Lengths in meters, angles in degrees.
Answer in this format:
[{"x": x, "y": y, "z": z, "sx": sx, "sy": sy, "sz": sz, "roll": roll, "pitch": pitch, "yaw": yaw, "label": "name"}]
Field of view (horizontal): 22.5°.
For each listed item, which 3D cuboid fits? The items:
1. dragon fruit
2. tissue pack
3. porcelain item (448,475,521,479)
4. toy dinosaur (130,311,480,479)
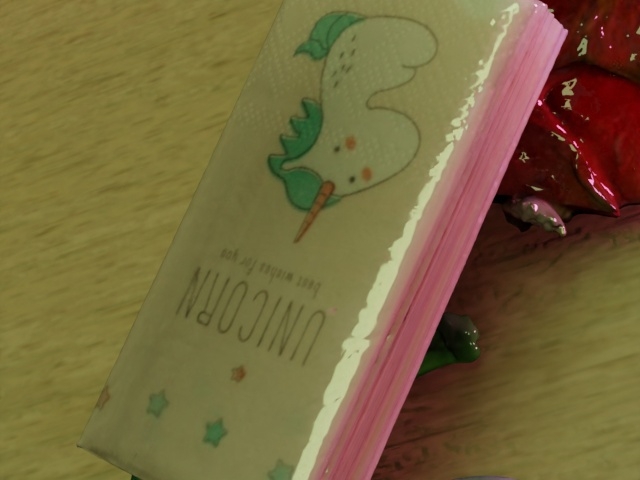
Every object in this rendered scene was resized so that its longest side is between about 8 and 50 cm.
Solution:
[{"x": 0.170, "y": -0.159, "z": 1.007, "sx": 0.282, "sy": 0.100, "sz": 0.343, "roll": 18, "pitch": 62, "yaw": 14, "label": "dragon fruit"}, {"x": 0.000, "y": 0.000, "z": 0.900, "sx": 0.170, "sy": 0.071, "sz": 0.325, "roll": 18, "pitch": 80, "yaw": 37, "label": "tissue pack"}, {"x": 0.059, "y": 0.333, "z": 0.783, "sx": 0.178, "sy": 0.242, "sz": 0.405, "roll": 6, "pitch": 62, "yaw": 49, "label": "porcelain item"}, {"x": -0.110, "y": 0.131, "z": 1.010, "sx": 0.500, "sy": 0.144, "sz": 0.374, "roll": -27, "pitch": 54, "yaw": 6, "label": "toy dinosaur"}]
